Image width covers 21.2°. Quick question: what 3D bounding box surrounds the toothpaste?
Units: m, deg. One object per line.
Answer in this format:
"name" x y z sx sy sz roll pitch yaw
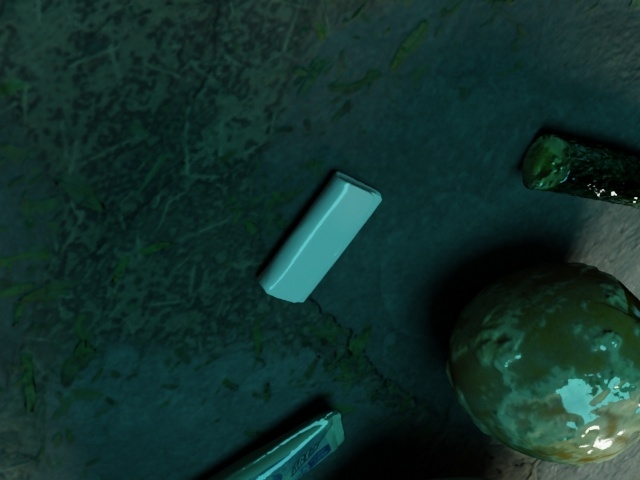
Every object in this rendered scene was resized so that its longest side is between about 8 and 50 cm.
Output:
"toothpaste" -0.090 0.242 1.603 0.268 0.047 0.069 -33 122 -11

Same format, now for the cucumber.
"cucumber" 0.281 -0.056 1.599 0.215 0.052 0.058 10 137 -37

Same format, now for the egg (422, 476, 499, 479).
"egg" 0.179 0.415 1.707 0.354 0.354 0.340 -55 148 15

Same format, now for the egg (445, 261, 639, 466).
"egg" 0.224 0.113 1.597 0.233 0.195 0.195 23 110 -31

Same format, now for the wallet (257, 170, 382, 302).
"wallet" 0.000 0.000 1.486 0.061 0.025 0.122 22 110 -48
